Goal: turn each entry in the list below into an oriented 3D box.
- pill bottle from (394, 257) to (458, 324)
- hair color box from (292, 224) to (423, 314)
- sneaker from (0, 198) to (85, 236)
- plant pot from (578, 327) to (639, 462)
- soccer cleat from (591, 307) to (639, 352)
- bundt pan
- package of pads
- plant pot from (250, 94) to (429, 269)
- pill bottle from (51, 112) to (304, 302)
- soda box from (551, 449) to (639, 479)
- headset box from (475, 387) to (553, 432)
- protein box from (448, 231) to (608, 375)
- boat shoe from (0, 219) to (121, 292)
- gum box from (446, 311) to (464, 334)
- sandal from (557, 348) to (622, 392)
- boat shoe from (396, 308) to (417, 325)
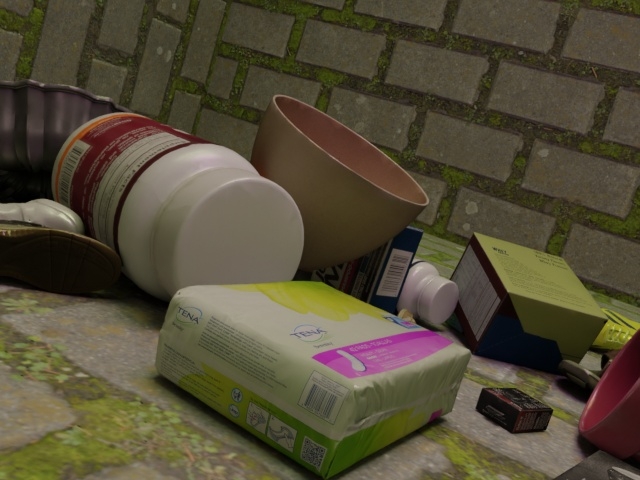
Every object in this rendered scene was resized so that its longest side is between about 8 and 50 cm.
[{"bbox_3d":[0.159,0.084,1.270,0.112,0.112,0.186,9,12,-46],"label":"pill bottle"},{"bbox_3d":[0.000,0.000,1.262,0.347,0.174,0.105,24,6,37],"label":"hair color box"},{"bbox_3d":[-0.432,-0.017,0.916,0.212,0.080,0.094,11,20,4],"label":"sneaker"},{"bbox_3d":[0.448,0.210,0.822,0.180,0.201,0.201,36,13,14],"label":"plant pot"},{"bbox_3d":[0.681,0.219,1.519,0.289,0.093,0.121,13,16,-25],"label":"soccer cleat"},{"bbox_3d":[-0.475,-0.147,1.158,0.330,0.124,0.331,-3,-14,-1],"label":"bundt pan"},{"bbox_3d":[0.001,0.123,0.722,0.229,0.101,0.296,22,9,29],"label":"package of pads"},{"bbox_3d":[-0.003,-0.068,1.056,0.284,0.191,0.284,32,18,-12],"label":"plant pot"},{"bbox_3d":[-0.212,-0.044,0.964,0.224,0.224,0.392,10,11,-42],"label":"pill bottle"},{"bbox_3d":[0.249,0.241,0.616,0.060,0.053,0.169,23,11,36],"label":"soda box"},{"bbox_3d":[0.243,0.214,0.859,0.083,0.032,0.062,9,11,-40],"label":"headset box"},{"bbox_3d":[0.360,0.113,1.221,0.199,0.136,0.201,15,27,-14],"label":"protein box"},{"bbox_3d":[-0.356,0.010,0.817,0.223,0.080,0.073,8,16,-26],"label":"boat shoe"},{"bbox_3d":[0.314,0.153,1.372,0.157,0.041,0.184,14,9,-19],"label":"gum box"},{"bbox_3d":[0.518,0.226,1.147,0.302,0.086,0.120,12,10,-31],"label":"sandal"},{"bbox_3d":[0.130,0.145,1.047,0.045,0.050,0.135,22,19,11],"label":"boat shoe"}]
